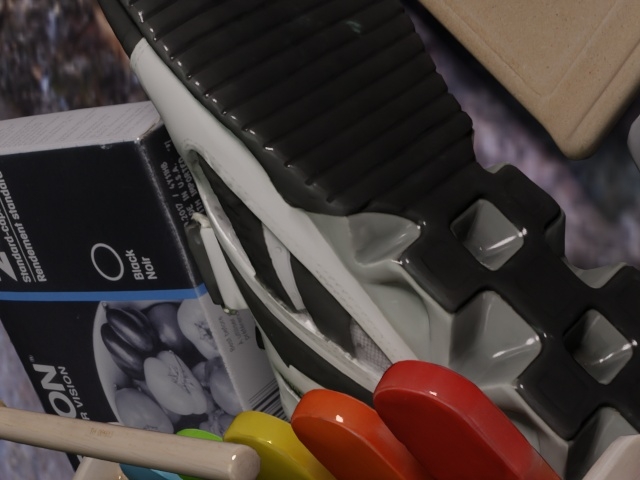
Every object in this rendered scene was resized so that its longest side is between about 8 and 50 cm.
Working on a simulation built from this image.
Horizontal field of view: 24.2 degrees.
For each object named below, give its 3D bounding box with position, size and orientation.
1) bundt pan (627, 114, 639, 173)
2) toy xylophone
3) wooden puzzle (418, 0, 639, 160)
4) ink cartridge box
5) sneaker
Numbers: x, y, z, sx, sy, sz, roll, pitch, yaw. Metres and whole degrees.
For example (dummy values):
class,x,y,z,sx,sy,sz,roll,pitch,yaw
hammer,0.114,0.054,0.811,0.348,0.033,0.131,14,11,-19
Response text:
class,x,y,z,sx,sy,sz,roll,pitch,yaw
bundt pan,0.247,-0.007,0.334,0.331,0.124,0.331,21,132,26
toy xylophone,-0.001,0.112,0.538,0.322,0.081,0.236,1,138,45
wooden puzzle,0.083,-0.184,0.540,0.239,0.044,0.221,52,129,26
ink cartridge box,-0.109,0.039,0.721,0.208,0.045,0.206,-1,118,43
sneaker,0.000,0.000,0.588,0.330,0.122,0.146,52,138,10
